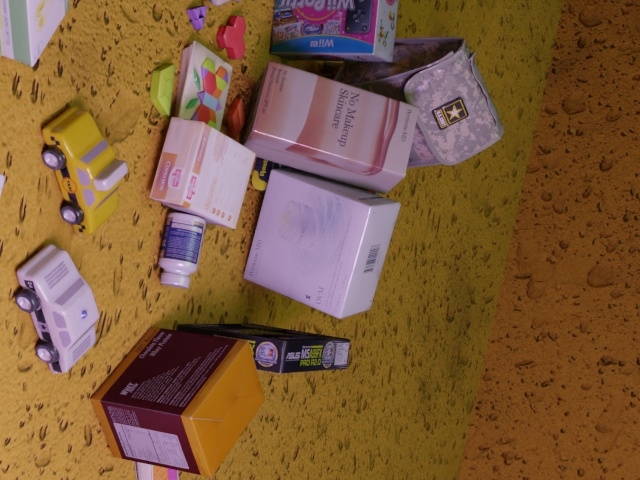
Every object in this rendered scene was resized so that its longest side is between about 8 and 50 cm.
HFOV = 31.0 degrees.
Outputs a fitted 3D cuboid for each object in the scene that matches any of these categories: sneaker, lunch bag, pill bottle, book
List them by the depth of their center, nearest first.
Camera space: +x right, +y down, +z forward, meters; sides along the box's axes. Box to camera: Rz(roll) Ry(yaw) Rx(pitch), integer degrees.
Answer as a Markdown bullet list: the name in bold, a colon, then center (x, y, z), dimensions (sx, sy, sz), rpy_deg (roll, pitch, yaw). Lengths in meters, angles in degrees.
- **pill bottle**: center (-0.237, 0.017, 1.953), dimensions (0.067, 0.067, 0.120), rpy_deg (26, 71, -62)
- **book**: center (-0.276, 0.414, 1.993), dimensions (0.096, 0.035, 0.144), rpy_deg (-34, 126, -61)
- **sneaker**: center (-0.089, -0.158, 2.234), dimensions (0.059, 0.053, 0.144), rpy_deg (35, 72, -60)
- **lunch bag**: center (0.201, -0.274, 2.298), dimensions (0.235, 0.287, 0.169), rpy_deg (59, 41, -36)

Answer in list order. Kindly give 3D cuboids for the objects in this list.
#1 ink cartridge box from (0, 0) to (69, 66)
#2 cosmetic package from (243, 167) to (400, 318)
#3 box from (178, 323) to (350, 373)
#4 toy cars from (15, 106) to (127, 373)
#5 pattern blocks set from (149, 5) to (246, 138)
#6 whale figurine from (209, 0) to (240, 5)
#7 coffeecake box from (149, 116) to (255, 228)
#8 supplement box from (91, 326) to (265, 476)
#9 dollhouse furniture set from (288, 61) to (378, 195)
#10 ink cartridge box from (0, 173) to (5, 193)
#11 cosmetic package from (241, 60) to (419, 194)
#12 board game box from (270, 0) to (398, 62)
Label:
- **ink cartridge box**: center (-0.401, -0.285, 1.500), dimensions (0.171, 0.056, 0.235), rpy_deg (109, 1, -59)
- **cosmetic package**: center (0.000, 0.000, 2.201), dimensions (0.138, 0.225, 0.224), rpy_deg (-9, 117, -61)
- **box**: center (-0.099, 0.193, 2.099), dimensions (0.270, 0.216, 0.060), rpy_deg (9, 89, -63)
- **toy cars**: center (-0.351, 0.003, 1.697), dimensions (0.176, 0.087, 0.393), rpy_deg (20, 77, -63)
- **pattern blocks set**: center (-0.205, -0.244, 2.011), dimensions (0.285, 0.026, 0.324), rpy_deg (-6, 100, -63)
- **whale figurine**: center (-0.147, -0.545, 1.989), dimensions (0.216, 0.141, 0.272), rpy_deg (-34, 150, -57)
- **coffeecake box**: center (-0.197, -0.112, 1.957), dimensions (0.185, 0.068, 0.142), rpy_deg (28, 76, -63)
- **supplement box**: center (-0.228, 0.257, 1.874), dimensions (0.191, 0.194, 0.129), rpy_deg (-53, 140, -46)
- **dollhouse furniture set**: center (0.038, -0.208, 2.382), dimensions (0.262, 0.135, 0.259), rpy_deg (-56, 142, -44)
- **ink cartridge box**: center (-0.497, 0.040, 1.275), dimensions (0.121, 0.211, 0.289), rpy_deg (32, 68, -63)
- **cosmetic package**: center (0.016, -0.207, 2.147), dimensions (0.129, 0.296, 0.153), rpy_deg (140, -37, -70)
- **board game box**: center (0.034, -0.500, 2.220), dimensions (0.097, 0.224, 0.303), rpy_deg (2, 92, -65)
